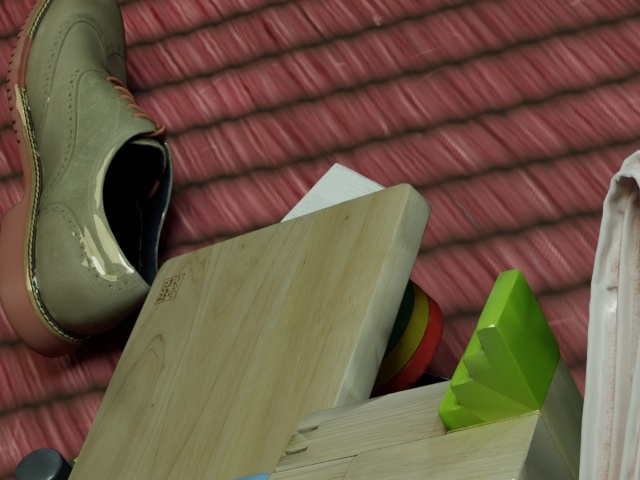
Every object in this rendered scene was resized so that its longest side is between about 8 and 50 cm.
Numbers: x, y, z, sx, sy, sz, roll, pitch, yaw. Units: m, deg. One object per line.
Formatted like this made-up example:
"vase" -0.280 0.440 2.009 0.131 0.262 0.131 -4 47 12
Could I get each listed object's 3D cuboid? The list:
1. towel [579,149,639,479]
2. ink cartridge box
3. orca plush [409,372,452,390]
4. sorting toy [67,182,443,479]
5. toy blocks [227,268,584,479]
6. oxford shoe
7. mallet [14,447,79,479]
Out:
"towel" 0.250 0.124 0.701 0.332 0.317 0.053 2 10 -24
"ink cartridge box" 0.000 0.000 1.240 0.063 0.029 0.115 30 71 40
"orca plush" 0.118 0.151 1.002 0.151 0.102 0.287 -35 46 -4
"sorting toy" -0.038 0.115 1.070 0.255 0.089 0.257 -17 42 45
"toy blocks" 0.050 0.225 0.835 0.261 0.381 0.191 -16 24 29
"oxford shoe" -0.166 -0.077 1.314 0.130 0.123 0.348 -21 56 26
"mallet" -0.140 0.123 1.182 0.039 0.062 0.189 25 66 40
